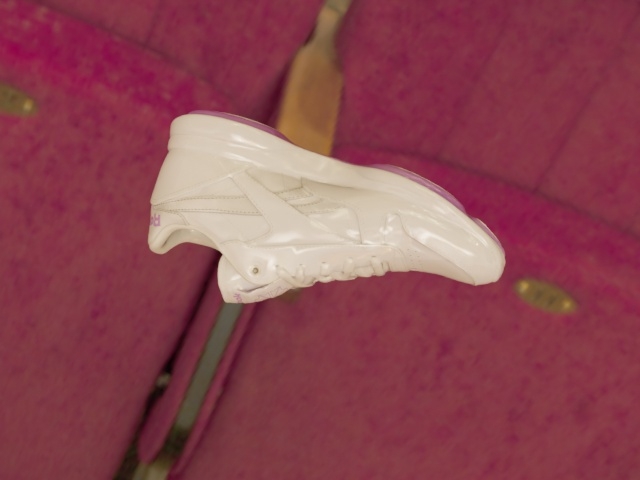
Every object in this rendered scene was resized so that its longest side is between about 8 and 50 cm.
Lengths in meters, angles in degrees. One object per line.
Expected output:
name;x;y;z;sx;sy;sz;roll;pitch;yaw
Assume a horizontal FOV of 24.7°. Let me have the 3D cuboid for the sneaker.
sneaker;0.000;0.000;1.217;0.305;0.114;0.152;18;80;14
